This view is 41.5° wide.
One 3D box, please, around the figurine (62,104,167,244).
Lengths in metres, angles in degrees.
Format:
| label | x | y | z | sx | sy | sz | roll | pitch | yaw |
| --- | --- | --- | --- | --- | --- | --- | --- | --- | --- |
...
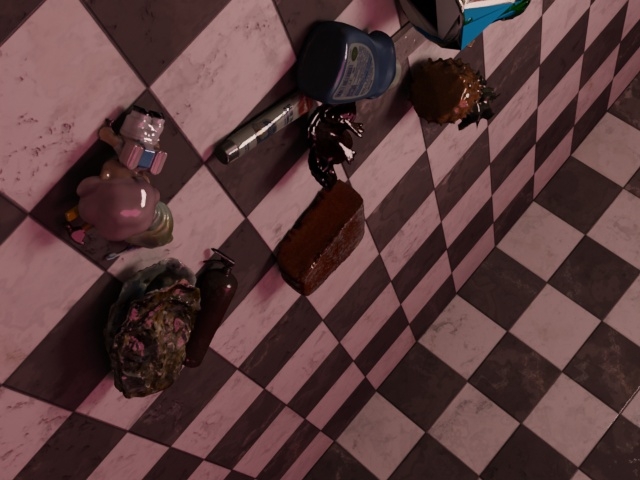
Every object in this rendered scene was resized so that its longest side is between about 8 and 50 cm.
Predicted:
| label | x | y | z | sx | sy | sz | roll | pitch | yaw |
| --- | --- | --- | --- | --- | --- | --- | --- | --- | --- |
| figurine | -0.288 | -0.085 | 1.248 | 0.137 | 0.111 | 0.229 | 9 | 106 | -59 |

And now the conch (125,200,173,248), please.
| label | x | y | z | sx | sy | sz | roll | pitch | yaw |
| --- | --- | --- | --- | --- | --- | --- | --- | --- | --- |
| conch | -0.282 | -0.023 | 1.393 | 0.088 | 0.065 | 0.180 | -48 | 163 | -14 |

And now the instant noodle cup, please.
| label | x | y | z | sx | sy | sz | roll | pitch | yaw |
| --- | --- | --- | --- | --- | --- | --- | --- | --- | --- |
| instant noodle cup | 0.261 | -0.485 | 1.576 | 0.178 | 0.240 | 0.240 | -34 | 152 | -21 |

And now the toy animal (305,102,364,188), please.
| label | x | y | z | sx | sy | sz | roll | pitch | yaw |
| --- | --- | --- | --- | --- | --- | --- | --- | --- | --- |
| toy animal | 0.014 | -0.204 | 1.692 | 0.179 | 0.116 | 0.219 | 144 | -40 | -75 |

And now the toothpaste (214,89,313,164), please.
| label | x | y | z | sx | sy | sz | roll | pitch | yaw |
| --- | --- | --- | --- | --- | --- | --- | --- | --- | --- |
| toothpaste | -0.094 | -0.209 | 1.517 | 0.239 | 0.039 | 0.062 | -40 | 147 | -33 |

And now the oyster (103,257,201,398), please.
| label | x | y | z | sx | sy | sz | roll | pitch | yaw |
| --- | --- | --- | --- | --- | --- | --- | --- | --- | --- |
| oyster | -0.321 | 0.182 | 1.548 | 0.162 | 0.158 | 0.351 | 12 | 132 | -18 |

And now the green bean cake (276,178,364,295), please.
| label | x | y | z | sx | sy | sz | roll | pitch | yaw |
| --- | --- | --- | --- | --- | --- | --- | --- | --- | --- |
| green bean cake | 0.000 | 0.000 | 1.916 | 0.233 | 0.097 | 0.199 | -46 | 158 | -14 |

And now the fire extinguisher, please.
| label | x | y | z | sx | sy | sz | roll | pitch | yaw |
| --- | --- | --- | --- | --- | --- | --- | --- | --- | --- |
| fire extinguisher | -0.235 | 0.134 | 1.713 | 0.089 | 0.072 | 0.268 | 15 | 116 | -26 |

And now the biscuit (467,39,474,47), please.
| label | x | y | z | sx | sy | sz | roll | pitch | yaw |
| --- | --- | --- | --- | --- | --- | --- | --- | --- | --- |
| biscuit | 0.335 | -0.507 | 1.846 | 0.183 | 0.061 | 0.118 | -48 | 154 | -48 |

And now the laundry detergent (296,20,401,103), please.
| label | x | y | z | sx | sy | sz | roll | pitch | yaw |
| --- | --- | --- | --- | --- | --- | --- | --- | --- | --- |
| laundry detergent | 0.069 | -0.330 | 1.591 | 0.289 | 0.094 | 0.144 | -15 | 125 | -60 |

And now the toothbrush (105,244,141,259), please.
| label | x | y | z | sx | sy | sz | roll | pitch | yaw |
| --- | --- | --- | --- | --- | --- | --- | --- | --- | --- |
| toothbrush | -0.315 | 0.012 | 1.450 | 0.131 | 0.011 | 0.013 | -23 | 165 | -50 |

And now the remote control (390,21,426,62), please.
| label | x | y | z | sx | sy | sz | roll | pitch | yaw |
| --- | --- | --- | --- | --- | --- | --- | --- | --- | --- |
| remote control | 0.204 | -0.438 | 1.765 | 0.245 | 0.022 | 0.077 | -43 | 156 | -20 |

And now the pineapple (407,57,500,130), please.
| label | x | y | z | sx | sy | sz | roll | pitch | yaw |
| --- | --- | --- | --- | --- | --- | --- | --- | --- | --- |
| pineapple | 0.338 | -0.341 | 1.985 | 0.364 | 0.165 | 0.166 | -9 | 132 | -60 |
